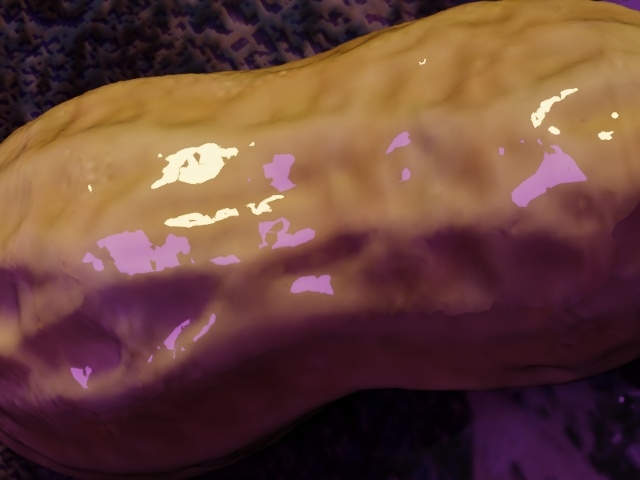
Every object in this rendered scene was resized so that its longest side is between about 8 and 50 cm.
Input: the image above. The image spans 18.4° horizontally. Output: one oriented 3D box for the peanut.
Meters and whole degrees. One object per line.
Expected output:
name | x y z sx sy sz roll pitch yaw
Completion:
peanut | 0.000 0.000 0.638 0.313 0.149 0.149 -11 81 24
